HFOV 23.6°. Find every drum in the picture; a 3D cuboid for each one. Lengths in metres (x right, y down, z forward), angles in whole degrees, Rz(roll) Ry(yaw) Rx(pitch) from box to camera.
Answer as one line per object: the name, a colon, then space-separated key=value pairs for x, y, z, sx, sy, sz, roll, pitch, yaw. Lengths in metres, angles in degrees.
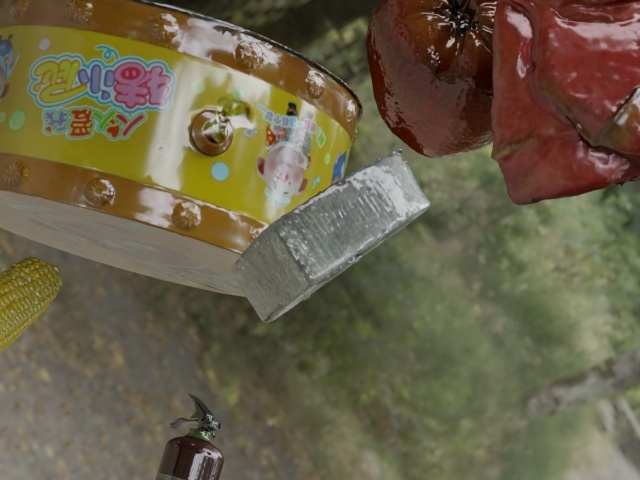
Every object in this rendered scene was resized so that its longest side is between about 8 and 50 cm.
drum: x=-0.178 y=-0.090 z=1.628 sx=0.431 sy=0.431 sz=0.214 roll=37 pitch=65 yaw=-64

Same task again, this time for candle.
candle: x=0.000 y=0.000 z=1.326 sx=0.068 sy=0.192 sz=0.168 roll=54 pitch=19 yaw=5

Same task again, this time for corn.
corn: x=-0.334 y=0.083 z=1.517 sx=0.067 sy=0.067 sz=0.206 roll=57 pitch=44 yaw=-14

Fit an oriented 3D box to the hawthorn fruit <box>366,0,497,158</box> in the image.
hawthorn fruit: x=0.101 y=-0.129 z=1.176 sx=0.138 sy=0.133 sz=0.133 roll=98 pitch=-26 yaw=-55

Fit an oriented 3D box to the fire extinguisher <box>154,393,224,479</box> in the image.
fire extinguisher: x=-0.160 y=0.280 z=1.686 sx=0.071 sy=0.099 sz=0.231 roll=25 pitch=71 yaw=-33

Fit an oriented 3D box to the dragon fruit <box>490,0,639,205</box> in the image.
dragon fruit: x=0.239 y=-0.160 z=1.051 sx=0.317 sy=0.152 sz=0.205 roll=-28 pitch=107 yaw=-51
